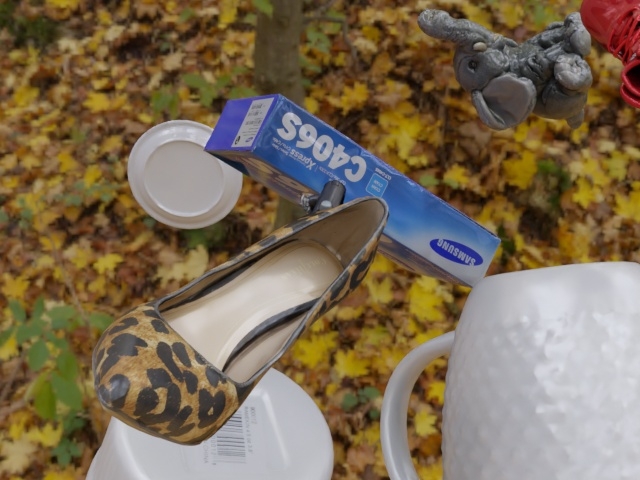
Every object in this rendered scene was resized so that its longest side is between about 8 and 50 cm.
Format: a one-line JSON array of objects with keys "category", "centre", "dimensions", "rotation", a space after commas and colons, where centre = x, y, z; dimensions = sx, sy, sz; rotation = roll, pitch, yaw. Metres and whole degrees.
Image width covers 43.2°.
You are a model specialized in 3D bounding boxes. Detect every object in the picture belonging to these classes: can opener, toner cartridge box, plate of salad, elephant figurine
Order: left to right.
[{"category": "plate of salad", "centre": [-0.234, -0.115, 1.405], "dimensions": [0.199, 0.200, 0.048], "rotation": [2, 25, -1]}, {"category": "can opener", "centre": [0.000, 0.000, 0.786], "dimensions": [0.073, 0.059, 0.186], "rotation": [7, 32, 15]}, {"category": "toner cartridge box", "centre": [0.040, -0.056, 0.993], "dimensions": [0.347, 0.075, 0.165], "rotation": [30, -6, -26]}, {"category": "elephant figurine", "centre": [0.276, -0.255, 1.218], "dimensions": [0.239, 0.186, 0.169], "rotation": [-6, 1, 10]}]

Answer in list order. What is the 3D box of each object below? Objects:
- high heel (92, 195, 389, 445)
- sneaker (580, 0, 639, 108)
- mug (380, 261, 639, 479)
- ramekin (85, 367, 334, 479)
[{"category": "high heel", "centre": [-0.037, 0.029, 0.508], "dimensions": [0.093, 0.186, 0.261], "rotation": [45, 5, 7]}, {"category": "sneaker", "centre": [0.294, -0.183, 0.728], "dimensions": [0.128, 0.087, 0.221], "rotation": [-10, 35, -31]}, {"category": "mug", "centre": [0.220, 0.202, 0.841], "dimensions": [0.374, 0.328, 0.276], "rotation": [-11, -11, 40]}, {"category": "ramekin", "centre": [-0.118, 0.254, 0.911], "dimensions": [0.277, 0.135, 0.277], "rotation": [14, 33, -9]}]
